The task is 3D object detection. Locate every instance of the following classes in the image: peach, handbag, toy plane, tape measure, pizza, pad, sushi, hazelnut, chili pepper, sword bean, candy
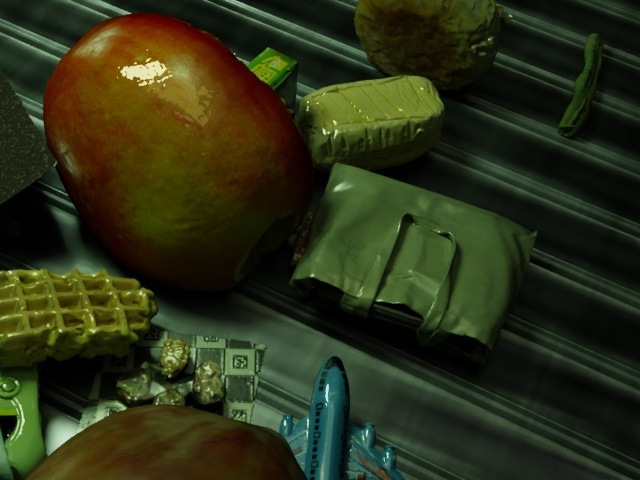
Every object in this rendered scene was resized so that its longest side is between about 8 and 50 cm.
[{"bbox_3d":[-0.213,-0.123,1.229,0.380,0.306,0.242,40,51,15],"label":"peach"},{"bbox_3d":[0.132,0.028,1.268,0.316,0.109,0.253,21,49,1],"label":"handbag"},{"bbox_3d":[0.006,0.266,1.074,0.254,0.105,0.271,8,51,-3],"label":"toy plane"},{"bbox_3d":[-0.394,0.226,1.062,0.154,0.087,0.177,-1,49,-25],"label":"tape measure"},{"bbox_3d":[0.009,0.012,1.322,0.099,0.029,0.100,17,55,-5],"label":"pizza"},{"bbox_3d":[-0.512,-0.131,1.285,0.220,0.004,0.330,-36,50,-5],"label":"pad"},{"bbox_3d":[-0.187,0.185,1.151,0.210,0.040,0.192,10,52,0],"label":"sushi"},{"bbox_3d":[-0.153,0.340,0.864,0.366,0.365,0.365,4,53,-5],"label":"hazelnut"},{"bbox_3d":[-0.457,-0.043,1.297,0.034,0.030,0.091,-4,51,-42],"label":"chili pepper"},{"bbox_3d":[0.462,-0.274,1.591,0.043,0.038,0.269,35,52,-12],"label":"sword bean"},{"bbox_3d":[-0.086,-0.179,1.345,0.062,0.194,0.097,30,55,16],"label":"candy"}]

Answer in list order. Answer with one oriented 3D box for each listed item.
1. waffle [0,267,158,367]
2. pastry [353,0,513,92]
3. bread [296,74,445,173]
[{"bbox_3d":[-0.310,0.092,1.154,0.211,0.055,0.160,-1,28,-24],"label":"waffle"},{"bbox_3d":[0.177,-0.357,1.492,0.257,0.235,0.120,25,63,10],"label":"pastry"},{"bbox_3d":[0.079,-0.177,1.418,0.236,0.106,0.140,-12,48,-18],"label":"bread"}]
